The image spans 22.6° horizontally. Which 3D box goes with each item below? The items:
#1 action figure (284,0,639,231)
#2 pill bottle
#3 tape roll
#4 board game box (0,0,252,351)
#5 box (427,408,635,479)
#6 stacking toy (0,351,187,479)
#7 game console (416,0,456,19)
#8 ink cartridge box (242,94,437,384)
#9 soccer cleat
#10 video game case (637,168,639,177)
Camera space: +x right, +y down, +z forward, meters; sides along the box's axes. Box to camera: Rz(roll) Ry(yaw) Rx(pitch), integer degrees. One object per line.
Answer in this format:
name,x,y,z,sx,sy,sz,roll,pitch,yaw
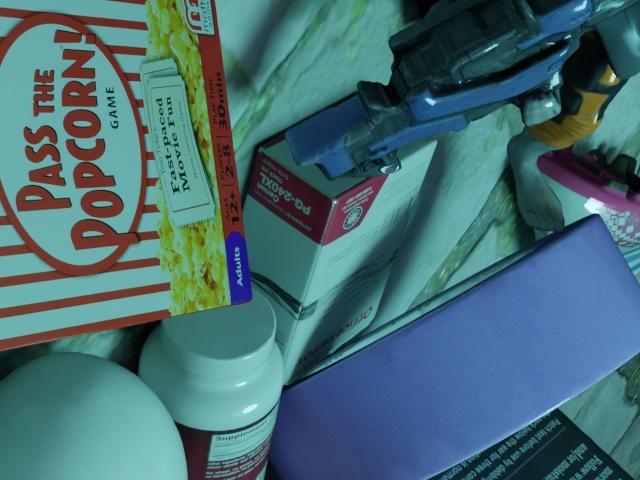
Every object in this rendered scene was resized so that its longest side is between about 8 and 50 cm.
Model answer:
action figure,0.129,-0.141,0.901,0.341,0.178,0.330,-24,148,0
pill bottle,-0.068,0.096,0.950,0.086,0.086,0.152,-38,152,-38
tape roll,0.087,0.085,1.082,0.275,0.090,0.275,-30,178,-1
board game box,-0.101,-0.035,0.639,0.193,0.045,0.147,-10,92,-62
box,0.145,0.457,1.297,0.297,0.472,0.480,-24,154,-53
stacking toy,-0.106,0.262,0.913,0.350,0.350,0.480,-35,134,-42
game console,0.181,-0.268,1.010,0.361,0.044,0.213,-39,153,-38
ink cartridge box,0.000,0.000,0.985,0.109,0.063,0.150,-33,149,-46
soccer cleat,0.240,-0.003,1.421,0.143,0.116,0.331,-60,159,11
video game case,0.397,-0.100,1.740,0.193,0.023,0.212,-39,153,-36
